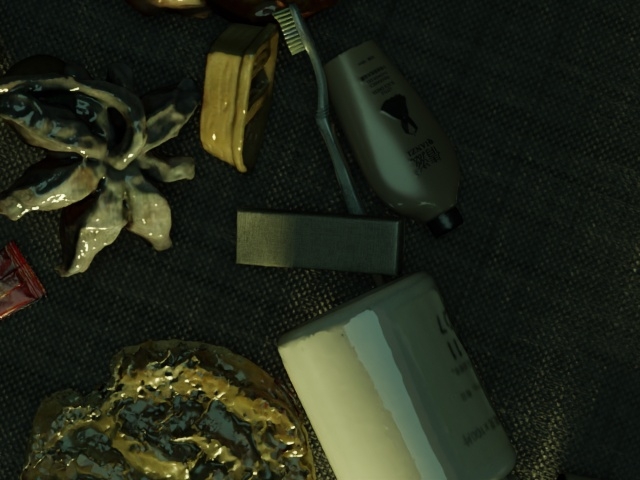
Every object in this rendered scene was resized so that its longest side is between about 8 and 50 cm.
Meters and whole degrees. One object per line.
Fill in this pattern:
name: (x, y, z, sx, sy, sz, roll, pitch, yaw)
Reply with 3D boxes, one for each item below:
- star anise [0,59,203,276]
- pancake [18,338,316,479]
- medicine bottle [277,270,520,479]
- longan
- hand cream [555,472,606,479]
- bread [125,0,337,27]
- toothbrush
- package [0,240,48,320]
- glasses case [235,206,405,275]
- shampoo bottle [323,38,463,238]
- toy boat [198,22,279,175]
star anise: (-0.271, -0.087, 1.680, 0.359, 0.139, 0.316, -41, 116, -20)
pancake: (-0.183, 0.301, 1.754, 0.382, 0.071, 0.382, 0, 88, -1)
medicine bottle: (0.114, 0.240, 1.696, 0.211, 0.211, 0.371, -25, 89, -2)
longan: (-0.337, -0.175, 1.756, 0.119, 0.106, 0.106, -3, 88, -40)
hand cream: (0.366, 0.333, 1.783, 0.186, 0.054, 0.087, 14, 92, -8)
bread: (-0.095, -0.412, 1.759, 0.327, 0.114, 0.295, 3, 87, -1)
toothbrush: (0.020, -0.110, 1.752, 0.037, 0.028, 0.375, -18, 105, 9)
package: (-0.444, 0.084, 1.776, 0.200, 0.022, 0.083, -31, 89, -1)
glasses case: (0.000, 0.000, 1.755, 0.205, 0.047, 0.071, 4, 100, 13)
shampoo bottle: (0.096, -0.120, 1.768, 0.127, 0.078, 0.257, -31, 91, -31)
toy boat: (-0.101, -0.169, 1.742, 0.061, 0.116, 0.188, 14, 121, 9)
